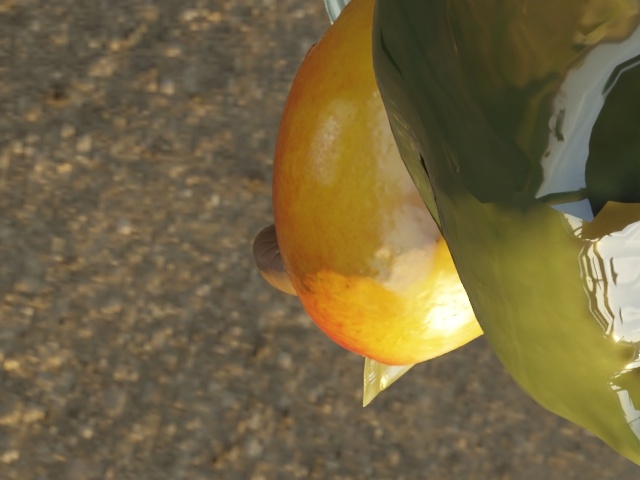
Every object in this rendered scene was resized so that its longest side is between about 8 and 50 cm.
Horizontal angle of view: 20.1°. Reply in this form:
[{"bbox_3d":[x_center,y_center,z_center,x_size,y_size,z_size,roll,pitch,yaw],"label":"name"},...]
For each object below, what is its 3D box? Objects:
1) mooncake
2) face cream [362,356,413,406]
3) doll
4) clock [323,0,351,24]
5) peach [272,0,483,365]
[{"bbox_3d":[0.198,-0.078,0.625,0.351,0.351,0.187,-60,149,-18],"label":"mooncake"},{"bbox_3d":[0.156,0.016,1.728,0.341,0.084,0.137,-43,158,-23],"label":"face cream"},{"bbox_3d":[-0.009,-0.001,1.995,0.145,0.188,0.096,-5,117,-20],"label":"doll"},{"bbox_3d":[0.116,-0.283,1.906,0.236,0.053,0.236,0,92,-14],"label":"clock"},{"bbox_3d":[0.090,-0.060,1.476,0.308,0.289,0.289,-37,125,7],"label":"peach"}]
